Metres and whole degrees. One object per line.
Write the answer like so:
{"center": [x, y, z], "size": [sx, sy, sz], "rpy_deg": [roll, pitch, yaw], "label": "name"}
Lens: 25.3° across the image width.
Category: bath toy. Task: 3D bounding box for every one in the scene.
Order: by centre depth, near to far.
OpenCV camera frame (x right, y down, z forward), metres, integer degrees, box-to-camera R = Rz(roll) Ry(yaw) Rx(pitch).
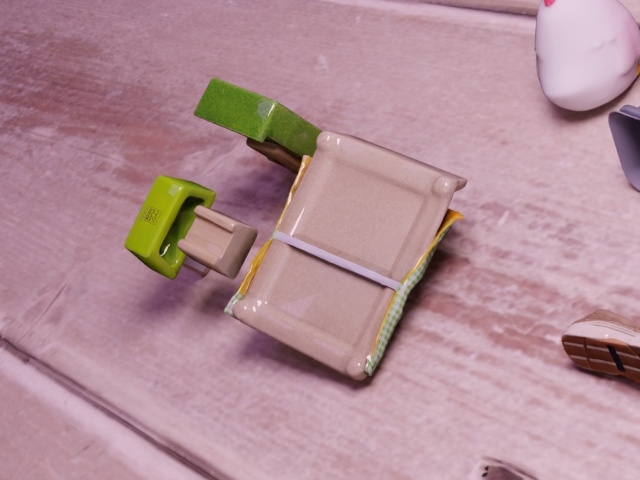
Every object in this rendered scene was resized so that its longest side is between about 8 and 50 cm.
{"center": [0.332, -0.204, 1.205], "size": [0.348, 0.129, 0.151], "rpy_deg": [-7, 33, 37], "label": "bath toy"}

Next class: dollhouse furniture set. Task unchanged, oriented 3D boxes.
{"center": [0.000, 0.000, 1.320], "size": [0.302, 0.151, 0.197], "rpy_deg": [24, 87, 34], "label": "dollhouse furniture set"}

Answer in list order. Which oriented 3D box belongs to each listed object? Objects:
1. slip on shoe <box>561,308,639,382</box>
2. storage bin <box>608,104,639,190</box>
{"center": [0.236, 0.080, 1.034], "size": [0.041, 0.051, 0.135], "rpy_deg": [-39, 26, -24], "label": "slip on shoe"}
{"center": [0.308, -0.084, 1.128], "size": [0.091, 0.098, 0.135], "rpy_deg": [-35, 33, -16], "label": "storage bin"}
